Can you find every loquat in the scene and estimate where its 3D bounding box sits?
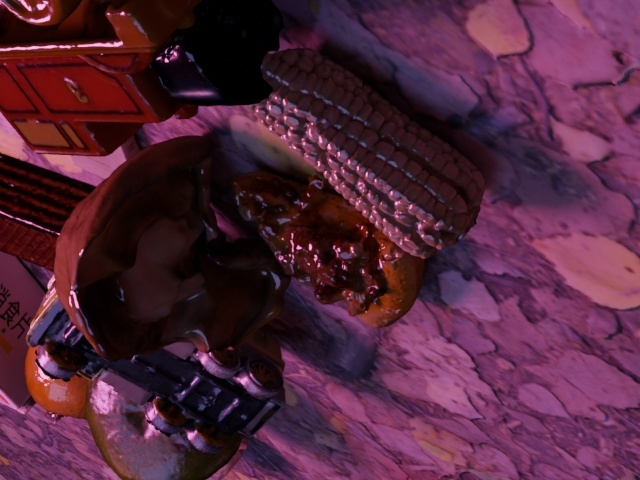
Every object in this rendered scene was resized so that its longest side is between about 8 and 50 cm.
[{"bbox_3d":[-0.310,0.161,1.818,0.137,0.163,0.163,13,161,-17],"label":"loquat"}]

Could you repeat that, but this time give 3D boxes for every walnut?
[{"bbox_3d":[-0.159,0.016,1.320,0.141,0.204,0.238,27,157,45],"label":"walnut"}]

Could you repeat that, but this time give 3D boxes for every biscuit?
[{"bbox_3d":[-0.370,-0.044,1.620,0.388,0.073,0.107,19,153,32],"label":"biscuit"}]

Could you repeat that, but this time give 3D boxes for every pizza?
[{"bbox_3d":[-0.001,0.002,1.236,0.194,0.069,0.154,29,156,9],"label":"pizza"}]

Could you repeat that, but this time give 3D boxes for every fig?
[{"bbox_3d":[-0.169,0.202,1.754,0.203,0.203,0.235,28,-166,15],"label":"fig"}]

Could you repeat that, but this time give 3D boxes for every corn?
[{"bbox_3d":[0.031,-0.075,1.058,0.211,0.087,0.087,42,155,1],"label":"corn"}]

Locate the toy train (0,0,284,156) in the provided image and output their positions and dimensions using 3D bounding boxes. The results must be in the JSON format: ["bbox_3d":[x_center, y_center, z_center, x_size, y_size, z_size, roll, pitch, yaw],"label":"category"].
[{"bbox_3d":[-0.173,-0.173,1.023,0.369,0.163,0.232,6,141,45],"label":"toy train"}]

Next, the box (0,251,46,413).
[{"bbox_3d":[-0.488,0.069,1.882,0.173,0.145,0.333,14,148,41],"label":"box"}]

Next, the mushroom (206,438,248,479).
[{"bbox_3d":[-0.253,0.241,1.965,0.351,0.097,0.109,27,152,27],"label":"mushroom"}]

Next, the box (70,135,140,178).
[{"bbox_3d":[-0.220,-0.113,1.361,0.090,0.024,0.167,24,154,23],"label":"box"}]

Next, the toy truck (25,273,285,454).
[{"bbox_3d":[-0.162,0.098,1.488,0.272,0.157,0.124,32,118,-22],"label":"toy truck"}]
